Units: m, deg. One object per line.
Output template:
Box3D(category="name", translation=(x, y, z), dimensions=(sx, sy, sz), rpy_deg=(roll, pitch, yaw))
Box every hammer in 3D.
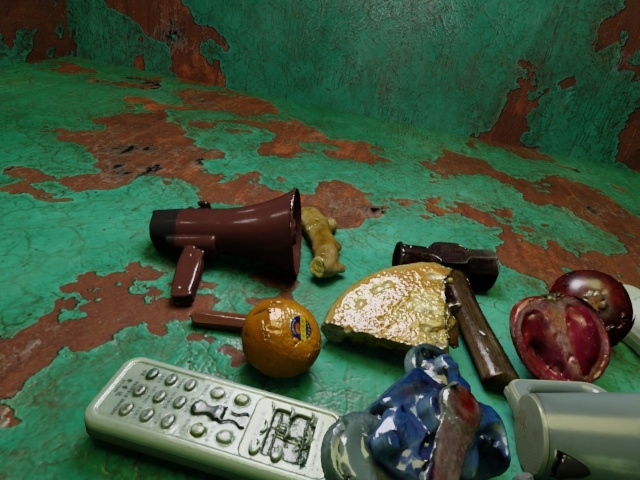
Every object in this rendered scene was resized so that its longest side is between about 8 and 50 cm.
Box3D(category="hammer", translation=(0.299, 0.146, 0.941), dimensions=(0.242, 0.095, 0.409), rpy_deg=(6, 34, -7))

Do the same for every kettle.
Box3D(category="kettle", translation=(0.417, 0.277, 0.667), dimensions=(0.243, 0.160, 0.210), rpy_deg=(6, 23, 5))

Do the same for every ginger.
Box3D(category="ginger", translation=(-0.001, 0.003, 1.101), dimensions=(0.118, 0.065, 0.299), rpy_deg=(17, 27, -14))

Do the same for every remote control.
Box3D(category="remote control", translation=(-0.136, 0.253, 0.609), dimensions=(0.335, 0.066, 0.128), rpy_deg=(13, 27, 7))

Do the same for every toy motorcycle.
Box3D(category="toy motorcycle", translation=(0.139, 0.286, 0.579), dimensions=(0.182, 0.241, 0.319), rpy_deg=(-20, 1, 41))

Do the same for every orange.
Box3D(category="orange", translation=(-0.067, 0.160, 0.746), dimensions=(0.135, 0.117, 0.136), rpy_deg=(21, 57, -36))

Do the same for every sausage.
Box3D(category="sausage", translation=(-0.165, 0.147, 0.823), dimensions=(0.147, 0.035, 0.030), rpy_deg=(7, 48, -2))

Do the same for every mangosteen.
Box3D(category="mangosteen", translation=(0.563, 0.144, 0.946), dimensions=(0.166, 0.166, 0.180), rpy_deg=(30, 8, 32))

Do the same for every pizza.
Box3D(category="pizza", translation=(0.157, 0.148, 0.841), dimensions=(0.289, 0.081, 0.229), rpy_deg=(-25, 46, -24))

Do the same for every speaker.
Box3D(category="speaker", translation=(-0.200, 0.024, 0.978), dimensions=(0.329, 0.198, 0.259), rpy_deg=(-6, 69, 1))

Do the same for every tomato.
Box3D(category="tomato", translation=(0.431, 0.187, 0.849), dimensions=(0.189, 0.173, 0.099), rpy_deg=(-5, -11, -9))

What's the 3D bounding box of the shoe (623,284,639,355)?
Box3D(category="shoe", translation=(0.731, 0.169, 0.938), dimensions=(0.131, 0.160, 0.363), rpy_deg=(10, 29, -4))
